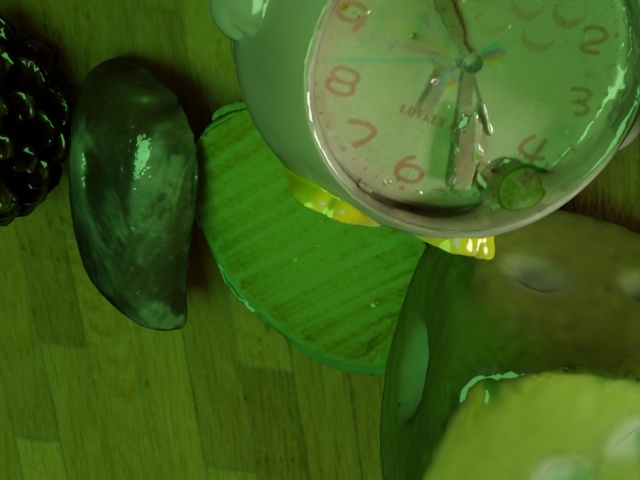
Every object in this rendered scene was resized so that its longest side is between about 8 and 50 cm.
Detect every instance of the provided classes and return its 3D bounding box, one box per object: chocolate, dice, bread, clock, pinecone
[{"bbox_3d":[-0.193,-0.036,1.767,0.157,0.080,0.254,37,133,43],"label":"chocolate"},{"bbox_3d":[0.186,0.125,1.532,0.233,0.227,0.238,11,123,-10],"label":"dice"},{"bbox_3d":[-0.005,-0.003,1.701,0.301,0.045,0.301,25,138,25],"label":"bread"},{"bbox_3d":[0.108,-0.212,1.417,0.368,0.250,0.376,16,113,-19],"label":"clock"},{"bbox_3d":[-0.347,-0.109,1.780,0.221,0.221,0.221,13,119,24],"label":"pinecone"}]
